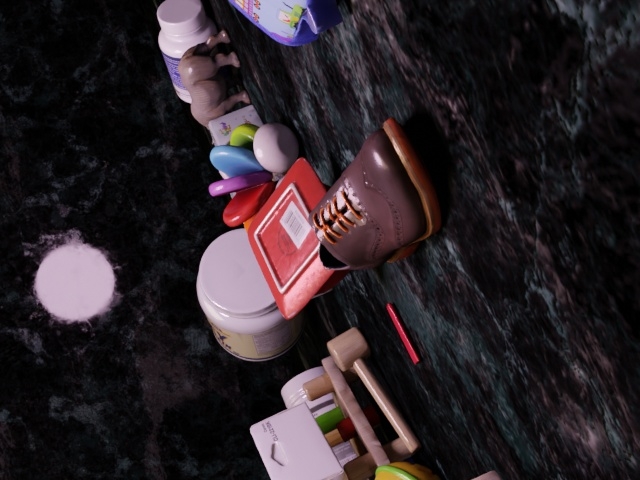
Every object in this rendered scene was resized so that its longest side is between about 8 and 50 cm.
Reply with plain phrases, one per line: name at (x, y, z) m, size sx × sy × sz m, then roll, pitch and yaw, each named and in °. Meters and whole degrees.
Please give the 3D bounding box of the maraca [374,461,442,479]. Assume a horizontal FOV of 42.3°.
maraca at (0.155, 0.399, 1.245) m, size 0.186 × 0.099 × 0.127 m, roll 16°, pitch 141°, yaw 44°

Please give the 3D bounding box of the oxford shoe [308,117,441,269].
oxford shoe at (0.044, -0.023, 0.771) m, size 0.271 × 0.098 × 0.096 m, roll 91°, pitch 154°, yaw -70°

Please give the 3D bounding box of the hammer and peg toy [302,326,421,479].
hammer and peg toy at (0.071, 0.340, 1.465) m, size 0.361 × 0.127 × 0.266 m, roll 76°, pitch 167°, yaw -47°

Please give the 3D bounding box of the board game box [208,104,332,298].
board game box at (-0.092, -0.061, 1.501) m, size 0.224 × 0.098 × 0.303 m, roll 78°, pitch 167°, yaw -55°

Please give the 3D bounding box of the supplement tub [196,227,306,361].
supplement tub at (-0.156, 0.128, 1.911) m, size 0.325 × 0.236 × 0.235 m, roll 85°, pitch 159°, yaw -65°

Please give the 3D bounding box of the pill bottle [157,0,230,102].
pill bottle at (-0.240, -0.358, 1.548) m, size 0.186 × 0.112 × 0.112 m, roll 77°, pitch 166°, yaw -53°

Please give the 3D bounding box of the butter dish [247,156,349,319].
butter dish at (0.000, 0.000, 1.078) m, size 0.160 × 0.118 × 0.160 m, roll -52°, pitch 50°, yaw 33°

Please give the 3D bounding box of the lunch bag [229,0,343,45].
lunch bag at (-0.077, -0.307, 0.731) m, size 0.293 × 0.138 × 0.221 m, roll 57°, pitch 168°, yaw 3°

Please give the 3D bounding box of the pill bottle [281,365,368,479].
pill bottle at (0.027, 0.444, 1.889) m, size 0.161 × 0.161 × 0.283 m, roll 82°, pitch 162°, yaw -60°

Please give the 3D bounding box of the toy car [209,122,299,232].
toy car at (-0.103, -0.083, 1.248) m, size 0.159 × 0.136 × 0.181 m, roll -11°, pitch 104°, yaw 52°

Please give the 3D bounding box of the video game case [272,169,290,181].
video game case at (-0.074, -0.096, 1.330) m, size 0.122 × 0.011 × 0.087 m, roll 30°, pitch 130°, yaw 31°

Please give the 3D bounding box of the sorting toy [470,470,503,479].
sorting toy at (0.230, 0.325, 0.607) m, size 0.257 × 0.089 × 0.255 m, roll -129°, pitch 18°, yaw -61°

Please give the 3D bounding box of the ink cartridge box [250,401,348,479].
ink cartridge box at (-0.007, 0.449, 1.435) m, size 0.197 × 0.114 × 0.272 m, roll 51°, pitch 164°, yaw 57°

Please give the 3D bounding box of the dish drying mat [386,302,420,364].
dish drying mat at (0.108, 0.120, 1.069) m, size 0.083 × 0.008 × 0.032 m, roll 63°, pitch 171°, yaw 15°

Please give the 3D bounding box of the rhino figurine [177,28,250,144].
rhino figurine at (-0.189, -0.262, 1.508) m, size 0.243 × 0.106 × 0.073 m, roll 78°, pitch 166°, yaw -51°
